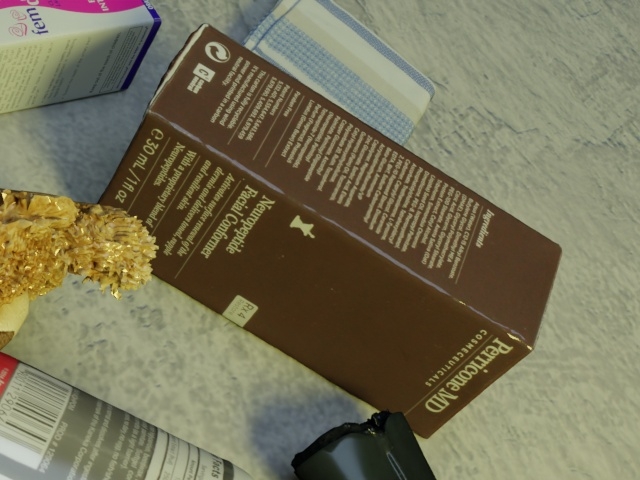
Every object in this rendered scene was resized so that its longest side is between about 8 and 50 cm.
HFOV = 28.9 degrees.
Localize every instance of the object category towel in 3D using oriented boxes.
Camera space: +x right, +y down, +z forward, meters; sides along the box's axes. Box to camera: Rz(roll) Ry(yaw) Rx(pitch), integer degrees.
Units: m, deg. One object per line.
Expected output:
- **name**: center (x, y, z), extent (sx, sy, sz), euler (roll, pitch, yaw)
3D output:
- **towel**: center (-0.006, -0.145, 1.323), extent (0.209, 0.034, 0.285), euler (37, 49, -5)

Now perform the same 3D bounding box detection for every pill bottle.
- **pill bottle**: center (-0.150, 0.213, 0.876), extent (0.319, 0.176, 0.176), euler (28, 48, -10)

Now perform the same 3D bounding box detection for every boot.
- **boot**: center (0.034, 0.261, 1.004), extent (0.246, 0.094, 0.207), euler (-25, 76, -47)

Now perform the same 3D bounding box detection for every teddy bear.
- **teddy bear**: center (-0.251, 0.017, 0.888), extent (0.245, 0.338, 0.113), euler (5, 90, -31)

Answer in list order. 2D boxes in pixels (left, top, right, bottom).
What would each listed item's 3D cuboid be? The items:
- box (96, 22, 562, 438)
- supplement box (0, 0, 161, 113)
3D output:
- **box**: center (0.000, 0.000, 1.114), extent (0.381, 0.191, 0.143), euler (30, 48, -7)
- **supplement box**: center (-0.277, -0.195, 1.144), extent (0.220, 0.114, 0.111), euler (-19, 70, -37)
